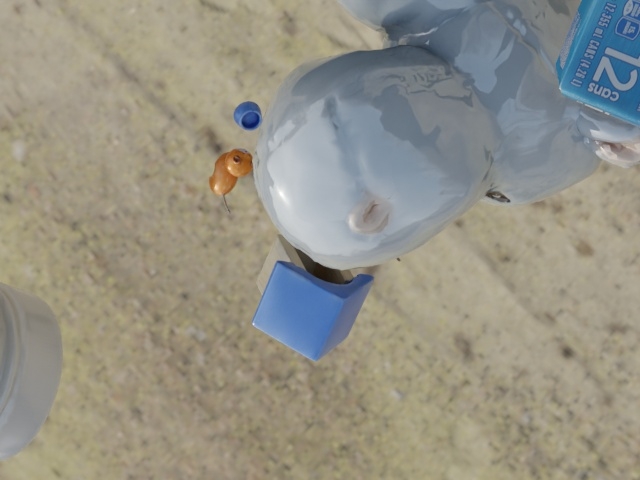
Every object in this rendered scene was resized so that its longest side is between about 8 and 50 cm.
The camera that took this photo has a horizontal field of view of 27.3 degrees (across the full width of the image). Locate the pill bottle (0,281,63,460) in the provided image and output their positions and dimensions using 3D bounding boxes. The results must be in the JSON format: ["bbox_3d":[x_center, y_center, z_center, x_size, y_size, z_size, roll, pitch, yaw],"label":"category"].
[{"bbox_3d":[-0.335,0.062,0.874,0.176,0.176,0.318,6,168,43],"label":"pill bottle"}]

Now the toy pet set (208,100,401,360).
[{"bbox_3d":[0.000,0.000,0.710,0.114,0.122,0.065,-66,30,25],"label":"toy pet set"}]

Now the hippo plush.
[{"bbox_3d":[0.030,-0.122,0.616,0.234,0.294,0.237,17,132,65],"label":"hippo plush"}]

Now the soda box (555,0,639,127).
[{"bbox_3d":[0.144,-0.131,0.393,0.071,0.067,0.210,23,106,3],"label":"soda box"}]
